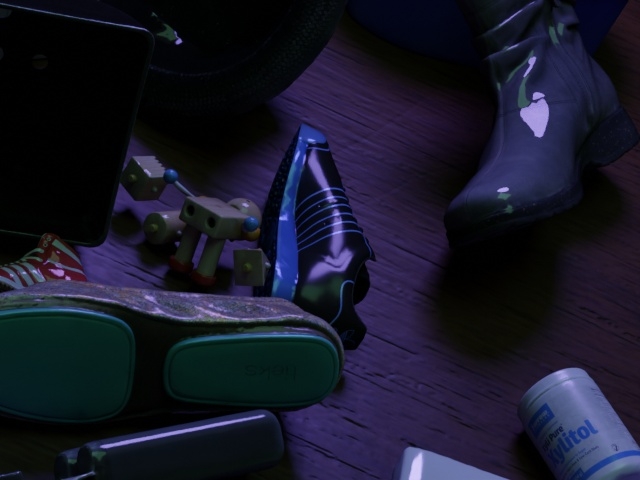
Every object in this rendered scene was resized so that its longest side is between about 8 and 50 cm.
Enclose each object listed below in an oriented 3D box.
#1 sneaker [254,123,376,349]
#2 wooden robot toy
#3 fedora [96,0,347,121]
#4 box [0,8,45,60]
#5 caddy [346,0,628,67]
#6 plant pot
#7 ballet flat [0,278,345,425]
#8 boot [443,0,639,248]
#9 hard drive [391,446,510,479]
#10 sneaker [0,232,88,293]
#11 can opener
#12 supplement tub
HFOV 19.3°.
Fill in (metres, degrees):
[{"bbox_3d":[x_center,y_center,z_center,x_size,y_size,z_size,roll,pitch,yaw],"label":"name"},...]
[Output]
[{"bbox_3d":[0.000,0.000,1.590,0.090,0.081,0.232,19,46,-12],"label":"sneaker"},{"bbox_3d":[-0.086,-0.011,1.559,0.173,0.076,0.079,31,22,31],"label":"wooden robot toy"},{"bbox_3d":[-0.090,-0.256,1.731,0.334,0.334,0.152,45,12,23],"label":"fedora"},{"bbox_3d":[-0.274,-0.229,1.682,0.087,0.101,0.102,-8,49,-35],"label":"box"},{"bbox_3d":[0.177,-0.312,1.954,0.341,0.179,0.241,11,40,-17],"label":"caddy"},{"bbox_3d":[-0.254,-0.124,1.516,0.188,0.187,0.167,9,23,-18],"label":"plant pot"},{"bbox_3d":[-0.141,0.080,1.414,0.316,0.107,0.106,7,20,-20],"label":"ballet flat"},{"bbox_3d":[0.167,-0.139,1.721,0.338,0.118,0.222,-40,110,-58],"label":"boot"},{"bbox_3d":[0.132,0.297,1.344,0.203,0.040,0.307,20,39,-5],"label":"hard drive"},{"bbox_3d":[-0.236,0.025,1.459,0.118,0.042,0.067,10,44,-29],"label":"sneaker"},{"bbox_3d":[-0.151,0.179,1.322,0.280,0.074,0.093,-13,86,-36],"label":"can opener"},{"bbox_3d":[0.212,0.164,1.515,0.071,0.071,0.107,-6,47,-32],"label":"supplement tub"}]
